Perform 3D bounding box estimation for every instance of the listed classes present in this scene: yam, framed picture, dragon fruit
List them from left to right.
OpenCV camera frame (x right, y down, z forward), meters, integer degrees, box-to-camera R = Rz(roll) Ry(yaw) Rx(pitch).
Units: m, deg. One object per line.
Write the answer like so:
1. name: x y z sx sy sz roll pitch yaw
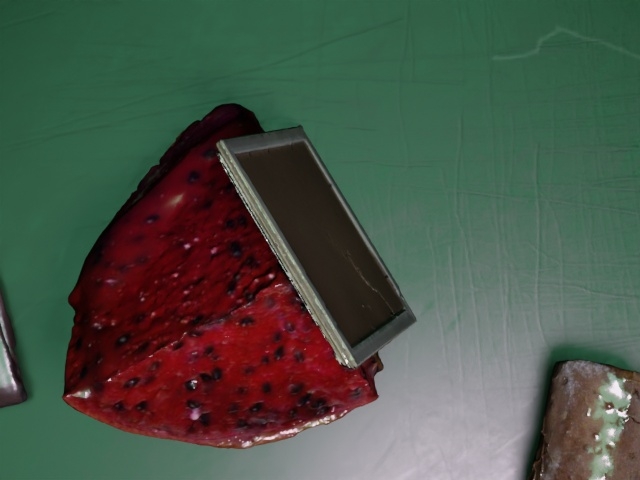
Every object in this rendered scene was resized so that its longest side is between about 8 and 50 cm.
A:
1. dragon fruit: -0.066 0.016 1.742 0.302 0.240 0.330 18 58 -29
2. framed picture: 0.000 0.000 1.704 0.018 0.293 0.231 -32 87 15
3. yam: 0.258 0.259 1.774 0.131 0.131 0.280 11 86 0

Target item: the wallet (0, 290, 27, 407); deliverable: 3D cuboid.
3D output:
1. wallet: -0.418 0.101 1.812 0.229 0.049 0.182 -16 88 1
